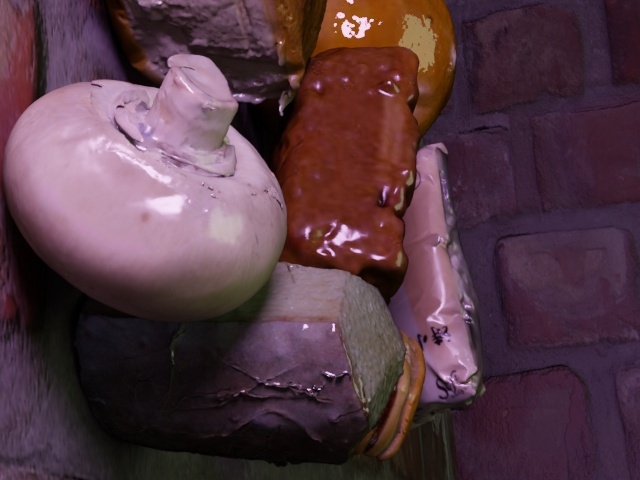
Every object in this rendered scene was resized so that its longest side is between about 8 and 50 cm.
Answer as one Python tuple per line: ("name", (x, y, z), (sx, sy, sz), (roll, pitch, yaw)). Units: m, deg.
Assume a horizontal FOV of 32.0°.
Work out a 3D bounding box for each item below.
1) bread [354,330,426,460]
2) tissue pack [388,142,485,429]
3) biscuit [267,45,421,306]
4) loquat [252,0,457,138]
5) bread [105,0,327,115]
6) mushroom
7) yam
("bread", (0.078, 0.176, 1.324), (0.200, 0.077, 0.116), (-74, -171, -73))
("tissue pack", (0.103, 0.104, 1.604), (0.375, 0.195, 0.390), (-46, -139, 47))
("biscuit", (0.000, 0.000, 1.314), (0.395, 0.166, 0.342), (107, -10, -50))
("loquat", (0.044, -0.265, 1.618), (0.328, 0.328, 0.328), (-9, 90, -76))
("bread", (-0.114, -0.306, 1.173), (0.250, 0.225, 0.279), (-76, 165, -45))
("mushroom", (-0.135, -0.052, 0.920), (0.202, 0.246, 0.246), (-63, -178, 26))
("yam", (-0.065, 0.110, 1.046), (0.202, 0.271, 0.201), (-64, 145, -57))
